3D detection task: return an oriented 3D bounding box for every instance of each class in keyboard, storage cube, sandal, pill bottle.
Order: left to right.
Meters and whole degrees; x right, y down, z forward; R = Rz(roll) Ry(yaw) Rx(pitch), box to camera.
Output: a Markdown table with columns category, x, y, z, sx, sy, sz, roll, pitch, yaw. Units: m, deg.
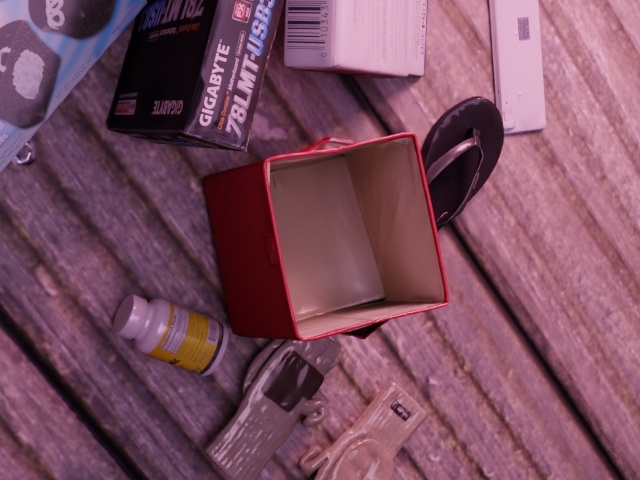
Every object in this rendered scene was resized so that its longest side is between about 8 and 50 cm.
| category | x | y | z | sx | sy | sz | roll | pitch | yaw |
| --- | --- | --- | --- | --- | --- | --- | --- | --- | --- |
| pill bottle | -0.165 | 0.101 | 1.385 | 0.116 | 0.065 | 0.065 | 25 | 85 | -25 |
| storage cube | 0.000 | 0.000 | 1.369 | 0.183 | 0.193 | 0.215 | -12 | 93 | -24 |
| sandal | 0.147 | -0.062 | 1.523 | 0.097 | 0.054 | 0.254 | 40 | 78 | -24 |
| keyboard | 0.244 | -0.263 | 1.573 | 0.072 | 0.014 | 0.256 | -10 | 101 | -30 |

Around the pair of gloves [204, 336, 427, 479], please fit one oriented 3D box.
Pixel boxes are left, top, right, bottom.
| category | x | y | z | sx | sy | sz | roll | pitch | yaw |
| --- | --- | --- | --- | --- | --- | --- | --- | --- | --- |
| pair of gloves | -0.005 | 0.224 | 1.491 | 0.240 | 0.042 | 0.204 | 37 | 76 | -26 |

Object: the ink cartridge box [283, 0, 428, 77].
| category | x | y | z | sx | sy | sz | roll | pitch | yaw |
| --- | --- | --- | --- | --- | --- | --- | --- | --- | --- |
| ink cartridge box | 0.047 | -0.341 | 1.364 | 0.071 | 0.330 | 0.324 | 3 | 95 | 18 |

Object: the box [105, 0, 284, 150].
| category | x | y | z | sx | sy | sz | roll | pitch | yaw |
| --- | --- | --- | --- | --- | --- | --- | --- | --- | --- |
| box | -0.112 | -0.239 | 1.243 | 0.073 | 0.295 | 0.293 | 16 | 90 | -23 |

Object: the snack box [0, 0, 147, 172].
| category | x | y | z | sx | sy | sz | roll | pitch | yaw |
| --- | --- | --- | --- | --- | --- | --- | --- | --- | --- |
| snack box | -0.348 | -0.185 | 1.265 | 0.187 | 0.060 | 0.322 | 43 | 78 | -23 |
